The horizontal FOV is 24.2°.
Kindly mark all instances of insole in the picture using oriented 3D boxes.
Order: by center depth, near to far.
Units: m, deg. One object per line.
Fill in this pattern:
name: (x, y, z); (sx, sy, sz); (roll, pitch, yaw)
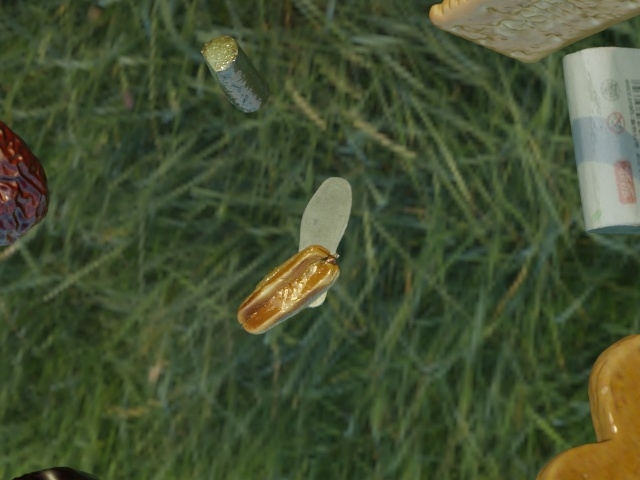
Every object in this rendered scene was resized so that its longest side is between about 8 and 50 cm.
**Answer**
insole: (0.000, 0.000, 1.961); (0.063, 0.192, 0.010); (9, 155, 10)

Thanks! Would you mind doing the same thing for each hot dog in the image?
hot dog: (-0.035, 0.052, 1.573); (0.133, 0.056, 0.041); (-37, 167, 7)

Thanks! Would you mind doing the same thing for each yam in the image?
yam: (-0.133, -0.258, 2.339); (0.068, 0.068, 0.169); (-3, 162, 16)

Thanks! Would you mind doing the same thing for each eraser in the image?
eraser: (0.392, -0.123, 1.888); (0.174, 0.227, 0.081); (-1, 170, -40)

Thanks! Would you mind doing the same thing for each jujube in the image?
jujube: (-0.366, -0.074, 1.594); (0.109, 0.112, 0.176); (-13, 130, 29)

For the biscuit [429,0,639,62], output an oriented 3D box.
biscuit: (0.244, -0.250, 1.589); (0.160, 0.030, 0.250); (17, 161, -29)

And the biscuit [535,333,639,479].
biscuit: (0.291, 0.228, 0.985); (0.340, 0.216, 0.047); (37, 146, 1)

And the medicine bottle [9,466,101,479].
medicine bottle: (-0.205, 0.416, 1.391); (0.242, 0.395, 0.242); (-26, 143, -22)
